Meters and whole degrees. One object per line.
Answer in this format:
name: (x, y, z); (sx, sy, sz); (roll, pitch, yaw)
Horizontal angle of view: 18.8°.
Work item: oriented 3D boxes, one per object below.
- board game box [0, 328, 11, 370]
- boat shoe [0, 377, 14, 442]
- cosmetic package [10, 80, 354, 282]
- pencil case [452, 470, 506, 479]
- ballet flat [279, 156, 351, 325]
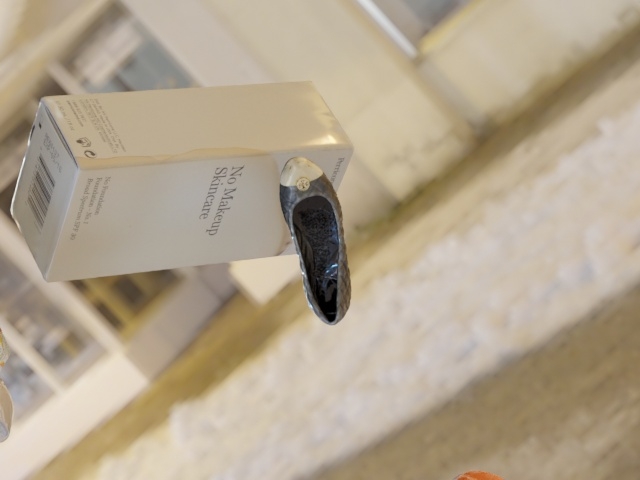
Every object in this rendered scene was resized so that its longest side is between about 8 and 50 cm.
board game box: (-0.461, 0.097, 1.830); (0.275, 0.142, 0.144); (3, 43, 23)
boat shoe: (-0.284, 0.017, 1.228); (0.340, 0.127, 0.158); (58, -147, -63)
cosmetic package: (-0.140, -0.063, 1.957); (0.309, 0.113, 0.160); (-6, -43, -30)
pencil case: (0.080, 0.274, 1.453); (0.236, 0.104, 0.104); (-41, 3, -41)
ballet flat: (0.000, 0.000, 1.888); (0.057, 0.173, 0.049); (-15, 18, -1)
